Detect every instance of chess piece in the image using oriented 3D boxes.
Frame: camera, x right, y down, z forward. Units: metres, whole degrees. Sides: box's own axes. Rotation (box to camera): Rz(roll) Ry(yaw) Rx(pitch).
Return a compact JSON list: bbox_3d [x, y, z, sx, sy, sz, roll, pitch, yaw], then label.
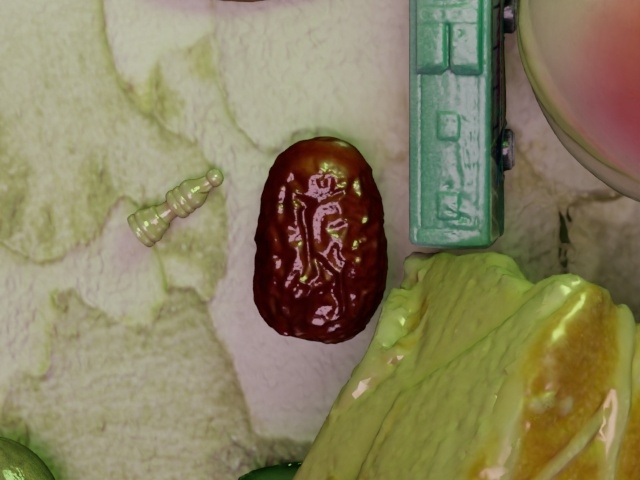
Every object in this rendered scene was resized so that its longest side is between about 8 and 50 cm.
[{"bbox_3d":[-0.125,-0.033,1.423,0.092,0.035,0.035,-35,98,11],"label":"chess piece"}]

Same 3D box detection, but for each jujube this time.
[{"bbox_3d":[0.000,0.000,1.378,0.112,0.109,0.176,-4,104,-27],"label":"jujube"}]

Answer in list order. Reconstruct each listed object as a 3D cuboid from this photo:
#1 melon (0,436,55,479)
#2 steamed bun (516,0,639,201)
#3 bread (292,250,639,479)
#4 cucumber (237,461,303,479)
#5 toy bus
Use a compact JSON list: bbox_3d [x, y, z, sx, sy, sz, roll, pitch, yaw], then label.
[{"bbox_3d":[-0.287,0.244,1.485,0.098,0.098,0.130,-16,105,11],"label":"melon"},{"bbox_3d":[0.295,-0.156,1.205,0.309,0.309,0.309,2,105,7],"label":"steamed bun"},{"bbox_3d":[0.172,0.246,1.256,0.371,0.279,0.390,31,78,-22],"label":"bread"},{"bbox_3d":[0.006,0.284,1.427,0.191,0.191,0.130,3,106,6],"label":"cucumber"},{"bbox_3d":[0.115,-0.124,1.333,0.091,0.109,0.261,1,104,13],"label":"toy bus"}]
